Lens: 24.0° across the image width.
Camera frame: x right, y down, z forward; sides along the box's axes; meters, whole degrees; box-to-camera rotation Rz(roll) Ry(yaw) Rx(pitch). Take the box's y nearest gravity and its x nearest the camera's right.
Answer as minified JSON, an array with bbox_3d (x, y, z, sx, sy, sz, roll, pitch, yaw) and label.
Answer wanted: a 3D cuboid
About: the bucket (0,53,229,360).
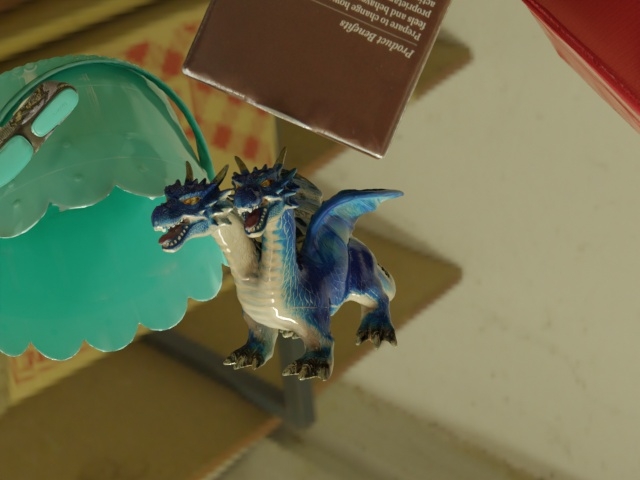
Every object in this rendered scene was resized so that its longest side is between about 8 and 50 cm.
[{"bbox_3d":[-0.231,-0.033,1.437,0.281,0.281,0.183,-16,-119,-13],"label":"bucket"}]

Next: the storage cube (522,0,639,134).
[{"bbox_3d":[0.237,-0.143,0.872,0.215,0.183,0.193,-44,-120,9],"label":"storage cube"}]

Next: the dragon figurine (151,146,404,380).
[{"bbox_3d":[0.000,0.000,0.964,0.085,0.144,0.289,8,-166,30],"label":"dragon figurine"}]

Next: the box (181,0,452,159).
[{"bbox_3d":[0.043,-0.281,1.308,0.191,0.381,0.143,24,-175,-2],"label":"box"}]

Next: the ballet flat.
[{"bbox_3d":[-0.251,-0.090,1.263,0.041,0.041,0.114,29,-109,38],"label":"ballet flat"}]
